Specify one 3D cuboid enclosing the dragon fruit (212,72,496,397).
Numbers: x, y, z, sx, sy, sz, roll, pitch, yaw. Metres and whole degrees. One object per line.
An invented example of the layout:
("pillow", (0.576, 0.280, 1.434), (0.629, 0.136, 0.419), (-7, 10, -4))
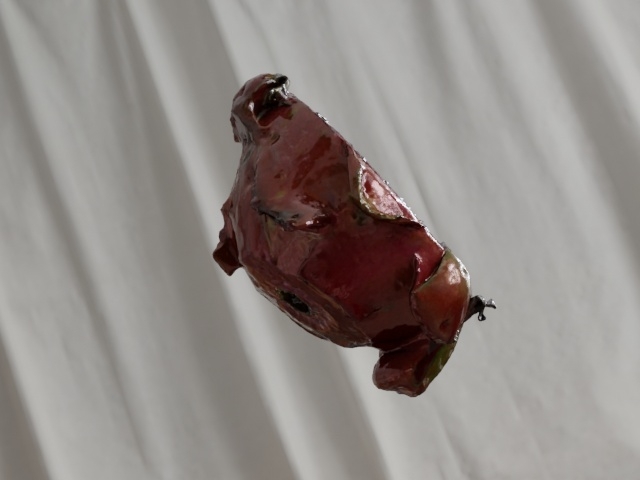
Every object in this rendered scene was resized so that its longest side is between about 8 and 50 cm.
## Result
("dragon fruit", (0.001, 0.002, 0.594), (0.068, 0.126, 0.112), (-43, -23, 0))
